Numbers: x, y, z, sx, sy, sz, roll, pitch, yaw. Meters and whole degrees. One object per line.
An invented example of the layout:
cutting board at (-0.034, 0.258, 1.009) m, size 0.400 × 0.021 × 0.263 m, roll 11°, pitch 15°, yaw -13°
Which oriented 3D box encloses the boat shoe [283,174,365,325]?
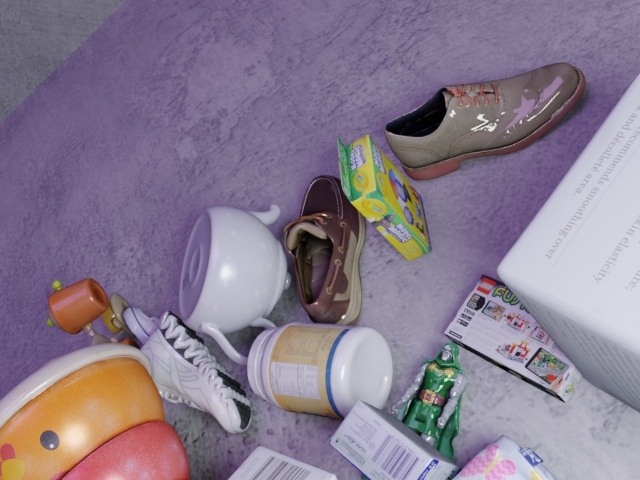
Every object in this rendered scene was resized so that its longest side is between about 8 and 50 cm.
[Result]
boat shoe at (0.000, 0.000, 1.360) m, size 0.123 × 0.123 × 0.342 m, roll -20°, pitch 49°, yaw 26°

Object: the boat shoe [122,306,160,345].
boat shoe at (-0.312, 0.195, 1.511) m, size 0.075 × 0.083 × 0.226 m, roll -41°, pitch 54°, yaw -9°

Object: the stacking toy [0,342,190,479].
stacking toy at (-0.279, 0.422, 1.152) m, size 0.480 × 0.350 × 0.351 m, roll 40°, pitch 88°, yaw 22°

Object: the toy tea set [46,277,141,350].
toy tea set at (-0.443, 0.227, 1.497) m, size 0.124 × 0.200 × 0.336 m, roll -30°, pitch 50°, yaw 6°

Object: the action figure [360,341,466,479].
action figure at (0.151, 0.255, 1.093) m, size 0.137 × 0.063 × 0.232 m, roll 13°, pitch 71°, yaw 32°

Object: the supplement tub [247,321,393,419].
supplement tub at (-0.002, 0.203, 1.195) m, size 0.199 × 0.144 × 0.144 m, roll -2°, pitch 59°, yaw 38°

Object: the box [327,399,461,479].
box at (0.098, 0.281, 0.987) m, size 0.126 × 0.137 × 0.072 m, roll 34°, pitch 87°, yaw 33°

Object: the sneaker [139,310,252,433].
sneaker at (-0.226, 0.252, 1.346) m, size 0.118 × 0.110 × 0.292 m, roll -44°, pitch 50°, yaw -6°

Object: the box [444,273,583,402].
box at (0.290, 0.135, 1.091) m, size 0.207 × 0.036 × 0.114 m, roll 27°, pitch 78°, yaw 47°

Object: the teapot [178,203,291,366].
teapot at (-0.143, 0.066, 1.394) m, size 0.252 × 0.187 × 0.256 m, roll -140°, pitch 65°, yaw -66°

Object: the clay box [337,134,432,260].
clay box at (0.106, -0.076, 1.259) m, size 0.053 × 0.222 × 0.128 m, roll -24°, pitch 48°, yaw 23°

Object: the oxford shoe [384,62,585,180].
oxford shoe at (0.274, -0.218, 1.297) m, size 0.348 × 0.130 × 0.123 m, roll -26°, pitch 46°, yaw 21°

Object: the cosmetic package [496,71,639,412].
cosmetic package at (0.474, 0.055, 0.788) m, size 0.329 × 0.327 × 0.393 m, roll -52°, pitch 42°, yaw -5°

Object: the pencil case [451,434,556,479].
pencil case at (0.184, 0.371, 0.944) m, size 0.273 × 0.113 × 0.124 m, roll -44°, pitch 57°, yaw 3°

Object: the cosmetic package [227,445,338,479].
cosmetic package at (-0.048, 0.408, 1.018) m, size 0.151 × 0.184 × 0.151 m, roll 5°, pitch 37°, yaw 43°
